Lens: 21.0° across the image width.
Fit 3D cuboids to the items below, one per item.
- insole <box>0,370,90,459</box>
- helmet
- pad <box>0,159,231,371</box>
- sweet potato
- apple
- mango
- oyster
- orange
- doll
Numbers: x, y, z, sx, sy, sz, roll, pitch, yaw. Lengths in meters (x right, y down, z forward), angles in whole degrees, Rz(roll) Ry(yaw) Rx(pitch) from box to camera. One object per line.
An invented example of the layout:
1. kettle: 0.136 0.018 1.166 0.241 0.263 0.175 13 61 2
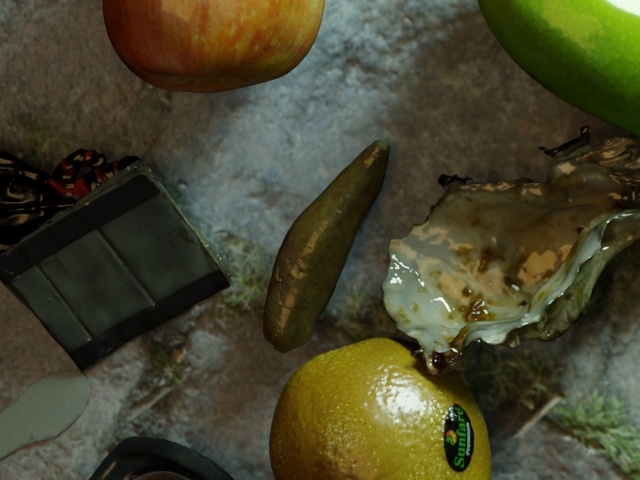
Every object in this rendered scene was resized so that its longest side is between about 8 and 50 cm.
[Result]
1. insole: -0.341 0.210 2.002 0.197 0.004 0.065 -32 81 22
2. helmet: -0.153 0.335 1.848 0.198 0.154 0.253 -53 32 -12
3. pad: -0.230 0.033 1.899 0.233 0.022 0.174 -32 108 23
4. sweet potato: 0.000 0.000 1.808 0.077 0.077 0.244 26 97 20
5. apple: -0.113 -0.276 1.746 0.242 0.242 0.241 -3 86 24
6. mango: 0.280 -0.195 1.607 0.343 0.192 0.156 44 147 13
7. oyster: 0.211 -0.007 1.679 0.337 0.133 0.198 -37 62 14
8. orange: 0.060 0.211 1.713 0.236 0.236 0.236 2 94 24
9. doll: -0.313 -0.038 1.937 0.248 0.088 0.127 -8 70 15
